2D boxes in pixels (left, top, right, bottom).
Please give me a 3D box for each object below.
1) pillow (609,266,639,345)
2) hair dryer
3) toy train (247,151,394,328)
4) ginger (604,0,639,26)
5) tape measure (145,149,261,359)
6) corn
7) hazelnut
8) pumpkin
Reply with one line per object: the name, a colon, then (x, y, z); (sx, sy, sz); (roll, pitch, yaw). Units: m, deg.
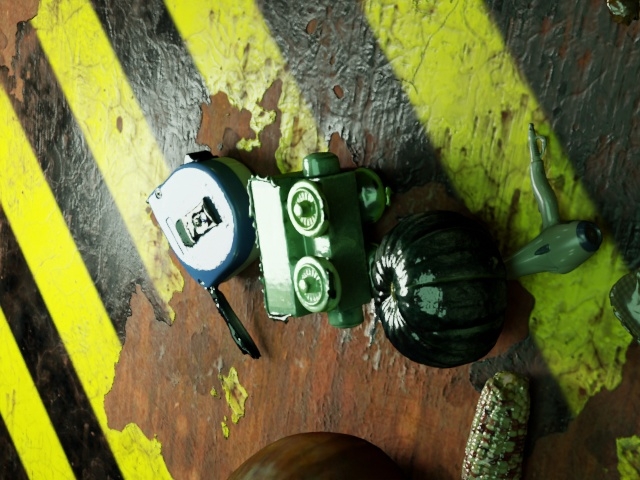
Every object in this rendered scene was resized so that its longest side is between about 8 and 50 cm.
pillow: (0.457, 0.058, 1.285); (0.135, 0.034, 0.211); (49, 129, 18)
hair dryer: (0.280, -0.034, 1.408); (0.167, 0.068, 0.199); (-46, 60, 44)
toy train: (0.000, 0.000, 1.589); (0.188, 0.159, 0.271); (1, 102, 51)
ginger: (0.367, -0.345, 1.235); (0.103, 0.073, 0.162); (-22, 93, 56)
tape measure: (-0.158, 0.021, 1.768); (0.215, 0.098, 0.351); (-39, 77, 41)
corn: (0.251, 0.307, 1.492); (0.086, 0.086, 0.253); (20, 112, 36)
hazelnut: (-0.029, 0.494, 1.628); (0.359, 0.359, 0.409); (53, 135, 17)
pumpkin: (0.164, 0.067, 1.440); (0.220, 0.162, 0.220); (179, 90, -68)
